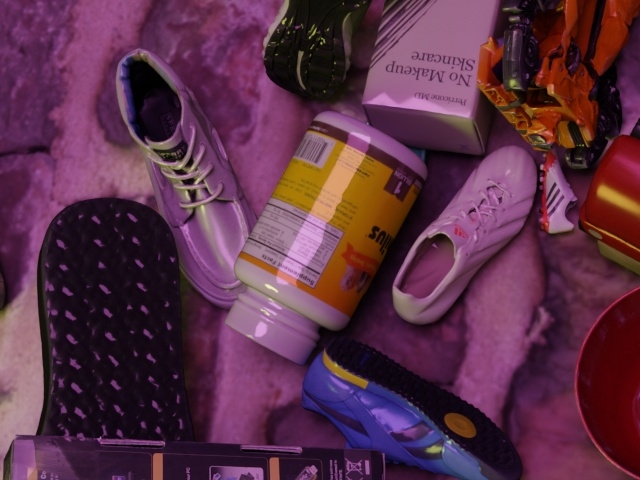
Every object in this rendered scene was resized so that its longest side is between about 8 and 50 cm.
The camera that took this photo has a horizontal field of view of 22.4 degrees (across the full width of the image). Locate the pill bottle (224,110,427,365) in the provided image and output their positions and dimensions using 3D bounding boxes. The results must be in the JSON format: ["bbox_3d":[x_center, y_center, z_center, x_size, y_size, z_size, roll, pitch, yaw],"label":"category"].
[{"bbox_3d":[0.000,0.000,1.453,0.117,0.117,0.215,27,87,23],"label":"pill bottle"}]

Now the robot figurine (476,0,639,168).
[{"bbox_3d":[0.221,-0.210,1.458,0.085,0.211,0.291,1,63,37],"label":"robot figurine"}]

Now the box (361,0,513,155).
[{"bbox_3d":[0.124,-0.226,1.509,0.113,0.094,0.275,8,72,14],"label":"box"}]

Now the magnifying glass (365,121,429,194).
[{"bbox_3d":[0.087,-0.119,1.543,0.092,0.026,0.231,27,77,23],"label":"magnifying glass"}]

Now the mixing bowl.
[{"bbox_3d":[0.308,0.129,1.345,0.181,0.098,0.181,-5,69,13],"label":"mixing bowl"}]

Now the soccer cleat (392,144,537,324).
[{"bbox_3d":[0.133,-0.009,1.459,0.068,0.076,0.196,31,79,23],"label":"soccer cleat"}]

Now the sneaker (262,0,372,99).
[{"bbox_3d":[0.014,-0.251,1.494,0.100,0.271,0.108,21,54,-6],"label":"sneaker"}]

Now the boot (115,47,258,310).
[{"bbox_3d":[-0.129,-0.059,1.522,0.095,0.123,0.258,-29,65,3],"label":"boot"}]

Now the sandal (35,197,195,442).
[{"bbox_3d":[-0.189,0.180,1.451,0.168,0.107,0.445,7,64,-11],"label":"sandal"}]

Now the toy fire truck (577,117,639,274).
[{"bbox_3d":[0.323,-0.089,1.345,0.158,0.246,0.217,31,79,24],"label":"toy fire truck"}]

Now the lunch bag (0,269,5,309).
[{"bbox_3d":[-0.465,-0.054,1.537,0.213,0.256,0.305,-21,65,6],"label":"lunch bag"}]

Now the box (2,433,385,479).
[{"bbox_3d":[-0.100,0.360,1.293,0.318,0.097,0.395,4,68,-17],"label":"box"}]

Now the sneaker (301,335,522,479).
[{"bbox_3d":[0.077,0.168,1.420,0.209,0.069,0.082,30,116,13],"label":"sneaker"}]

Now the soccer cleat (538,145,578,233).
[{"bbox_3d":[0.218,-0.046,1.479,0.036,0.029,0.083,2,73,7],"label":"soccer cleat"}]
